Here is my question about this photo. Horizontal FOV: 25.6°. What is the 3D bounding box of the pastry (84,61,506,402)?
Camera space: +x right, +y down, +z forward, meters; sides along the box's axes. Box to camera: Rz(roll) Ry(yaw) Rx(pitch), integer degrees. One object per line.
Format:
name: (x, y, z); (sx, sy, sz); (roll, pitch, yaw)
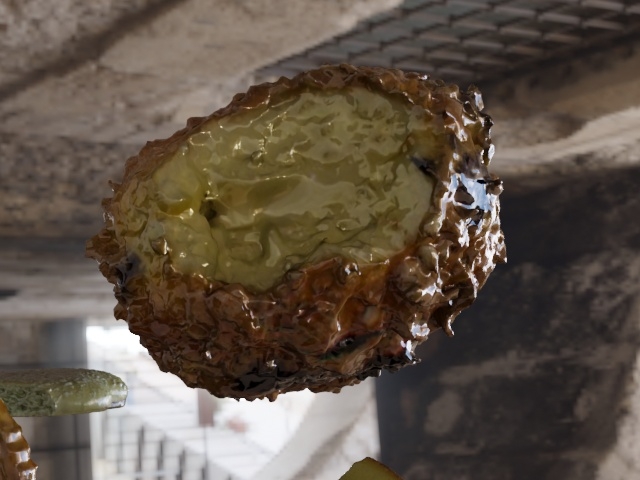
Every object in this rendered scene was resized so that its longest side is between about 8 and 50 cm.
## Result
pastry: (-0.008, 0.009, 1.384); (0.337, 0.405, 0.292); (80, -15, -68)

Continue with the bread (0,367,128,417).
bread: (-0.359, 0.186, 1.724); (0.286, 0.207, 0.056); (-3, -91, 23)

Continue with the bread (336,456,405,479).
bread: (0.061, 0.281, 1.135); (0.088, 0.049, 0.226); (26, -42, 41)

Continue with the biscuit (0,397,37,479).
biscuit: (-0.299, 0.172, 0.958); (0.254, 0.035, 0.254); (3, -81, 19)
